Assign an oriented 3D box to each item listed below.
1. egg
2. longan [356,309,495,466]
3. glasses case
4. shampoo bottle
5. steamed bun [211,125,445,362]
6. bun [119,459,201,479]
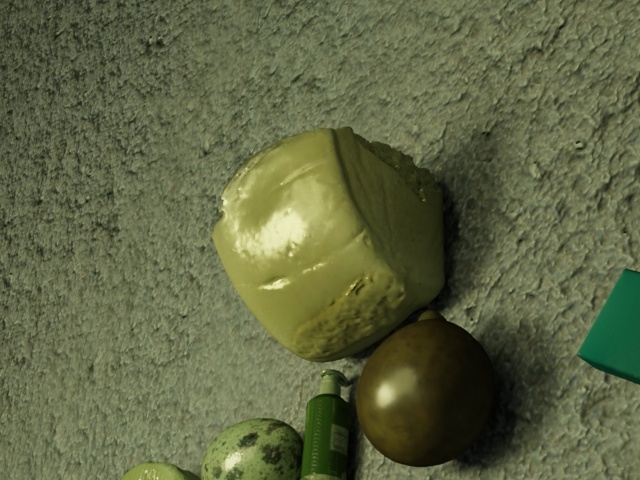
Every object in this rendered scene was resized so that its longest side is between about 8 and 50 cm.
[{"bbox_3d":[-0.088,0.306,2.101,0.172,0.132,0.132,-47,34,38],"label":"egg"},{"bbox_3d":[0.126,0.174,1.869,0.185,0.159,0.204,-38,33,46],"label":"longan"},{"bbox_3d":[0.403,0.117,1.602,0.117,0.070,0.301,-60,29,-6],"label":"glasses case"},{"bbox_3d":[0.009,0.267,2.062,0.065,0.065,0.204,-28,47,43],"label":"shampoo bottle"},{"bbox_3d":[0.000,0.000,2.079,0.290,0.272,0.273,-46,36,32],"label":"steamed bun"},{"bbox_3d":[-0.238,0.433,2.258,0.221,0.108,0.221,-26,49,34],"label":"bun"}]
